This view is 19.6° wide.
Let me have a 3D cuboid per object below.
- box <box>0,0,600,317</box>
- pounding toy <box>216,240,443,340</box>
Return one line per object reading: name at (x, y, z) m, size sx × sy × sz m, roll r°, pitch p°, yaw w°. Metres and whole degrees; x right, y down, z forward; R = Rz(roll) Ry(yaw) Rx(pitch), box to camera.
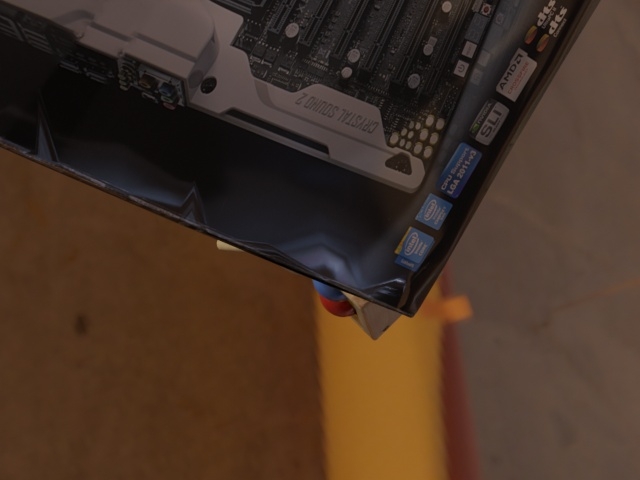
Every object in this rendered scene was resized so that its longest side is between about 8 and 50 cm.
box at (0.012, -0.151, 0.559) m, size 0.242 × 0.307 × 0.076 m, roll 25°, pitch -171°, yaw -47°
pounding toy at (0.000, 0.000, 1.291) m, size 0.141 × 0.100 × 0.130 m, roll 44°, pitch 174°, yaw 14°
